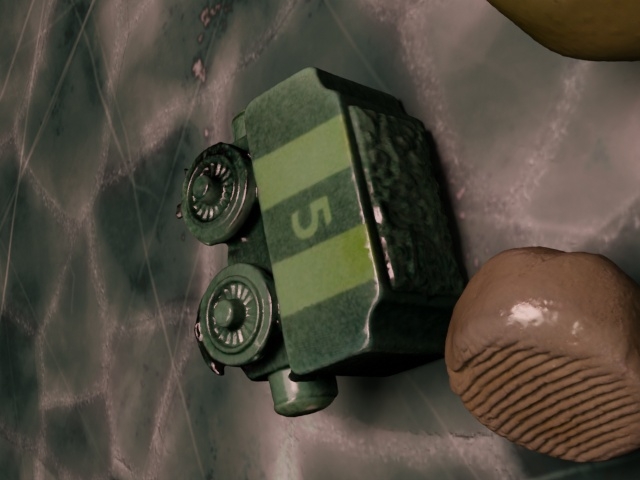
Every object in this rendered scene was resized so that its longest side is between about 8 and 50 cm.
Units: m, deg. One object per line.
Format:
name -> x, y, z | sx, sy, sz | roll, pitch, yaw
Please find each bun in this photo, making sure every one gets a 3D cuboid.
bun -> 0.173, 0.072, 0.763 | 0.173, 0.167, 0.113 | -6, 39, 44

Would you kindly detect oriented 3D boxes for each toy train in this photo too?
toy train -> 0.000, 0.000, 0.963 | 0.238, 0.167, 0.299 | -24, 70, 37

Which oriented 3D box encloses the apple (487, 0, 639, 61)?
apple -> 0.200, -0.241, 0.648 | 0.279, 0.279, 0.279 | -6, 82, 51
